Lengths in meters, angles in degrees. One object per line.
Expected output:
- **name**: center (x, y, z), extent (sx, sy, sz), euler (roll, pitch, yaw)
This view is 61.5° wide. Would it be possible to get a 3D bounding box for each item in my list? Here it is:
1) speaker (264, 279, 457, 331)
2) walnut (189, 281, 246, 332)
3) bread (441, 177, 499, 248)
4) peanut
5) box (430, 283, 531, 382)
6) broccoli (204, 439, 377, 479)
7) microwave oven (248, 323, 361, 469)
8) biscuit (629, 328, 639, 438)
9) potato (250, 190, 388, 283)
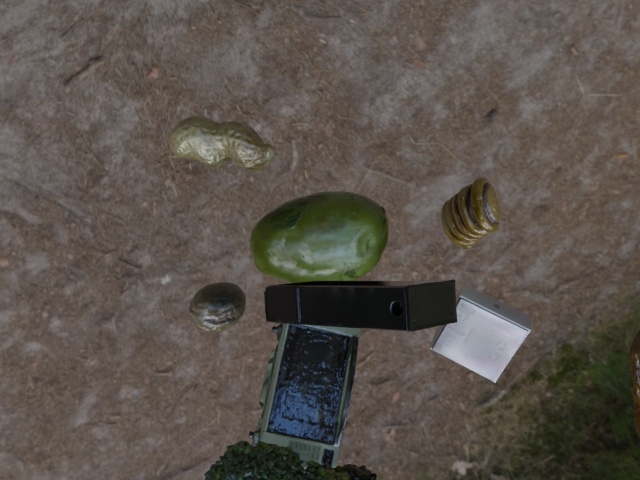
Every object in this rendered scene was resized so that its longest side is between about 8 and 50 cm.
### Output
- **speaker**: center (0.033, 0.067, 0.580), extent (0.082, 0.218, 0.044), euler (-2, 87, -40)
- **walnut**: center (-0.281, 0.183, 1.480), extent (0.162, 0.140, 0.140), euler (-2, 120, -25)
- **bread**: center (0.356, -0.060, 1.310), extent (0.081, 0.134, 0.225), euler (-11, 166, -14)
- **peanut**: center (-0.206, -0.202, 1.127), extent (0.227, 0.086, 0.104), euler (8, 111, 10)
- **box**: center (0.283, 0.166, 0.958), extent (0.129, 0.051, 0.130), euler (26, 121, 9)
- **broccoli**: center (-0.035, 0.528, 0.948), extent (0.338, 0.277, 0.318), euler (-5, 139, 15)
- **microwave oven**: center (-0.043, 0.424, 1.531), extent (0.246, 0.333, 0.395), euler (11, 73, 1)
- **biscuit**: center (0.489, 0.172, 0.723), extent (0.208, 0.041, 0.291), euler (-5, 94, -30)
- **potato**: center (0.000, 0.000, 1.178), extent (0.304, 0.216, 0.216), euler (-12, 122, -5)
